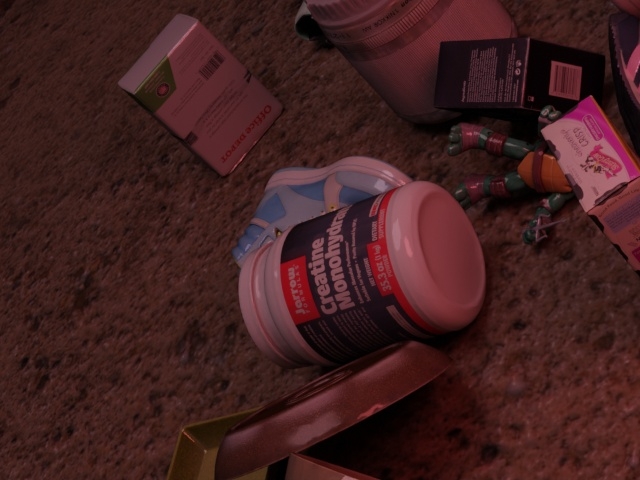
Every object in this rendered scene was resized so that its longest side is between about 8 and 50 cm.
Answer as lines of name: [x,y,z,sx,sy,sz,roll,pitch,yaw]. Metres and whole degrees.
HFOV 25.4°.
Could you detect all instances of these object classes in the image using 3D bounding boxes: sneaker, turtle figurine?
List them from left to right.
sneaker: [0.000,0.000,1.956,0.319,0.127,0.208,-6,48,56]
sneaker: [0.061,-0.408,2.326,0.256,0.094,0.151,-26,32,43]
turtle figurine: [0.273,-0.084,1.762,0.234,0.118,0.175,9,102,40]
sneaker: [0.431,-0.184,1.726,0.131,0.112,0.319,-12,39,5]

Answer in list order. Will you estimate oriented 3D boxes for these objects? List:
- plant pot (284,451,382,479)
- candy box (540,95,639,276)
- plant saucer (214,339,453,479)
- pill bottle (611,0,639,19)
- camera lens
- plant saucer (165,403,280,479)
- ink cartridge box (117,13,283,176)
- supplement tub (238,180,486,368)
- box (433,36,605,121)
plant pot: [0.047,0.386,1.438,0.256,0.256,0.274,11,80,51]
candy box: [0.342,-0.026,1.516,0.071,0.233,0.159,-36,36,15]
plant saucer: [0.006,0.190,1.652,0.311,0.050,0.310,-27,0,0]
pill bottle: [0.502,-0.455,1.794,0.361,0.204,0.204,-31,37,27]
camera lens: [0.130,-0.316,2.000,0.219,0.274,0.219,-28,38,24]
plant saucer: [-0.121,0.313,1.830,0.188,0.045,0.188,-18,43,35]
ink cartridge box: [-0.194,-0.236,2.316,0.160,0.219,0.092,-49,31,-6]
supplement tub: [0.052,0.050,1.784,0.272,0.191,0.191,-20,42,33]
box: [0.258,-0.206,1.840,0.158,0.156,0.093,5,90,49]
